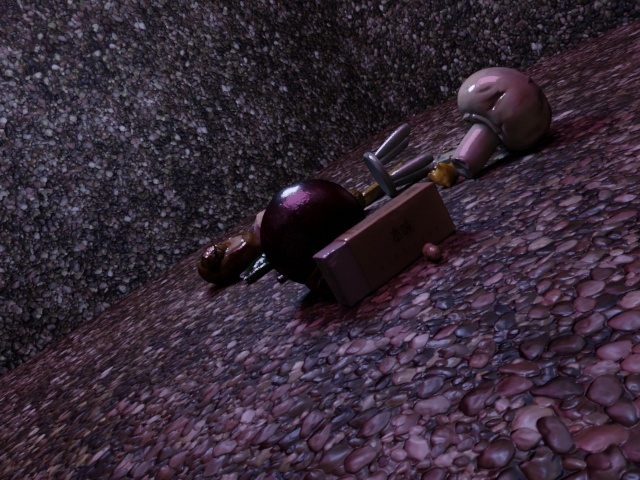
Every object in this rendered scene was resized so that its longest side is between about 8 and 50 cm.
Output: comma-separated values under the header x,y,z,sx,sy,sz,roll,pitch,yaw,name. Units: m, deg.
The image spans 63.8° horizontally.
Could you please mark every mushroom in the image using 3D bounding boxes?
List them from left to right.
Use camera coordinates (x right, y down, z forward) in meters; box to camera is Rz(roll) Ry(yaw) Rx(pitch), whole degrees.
x,y,z,sx,sy,sz,roll,pitch,yaw,name
-0.365,0.073,2.086,0.297,0.163,0.278,-21,6,32,mushroom
0.527,-0.360,1.607,0.336,0.314,0.314,-51,14,-1,mushroom

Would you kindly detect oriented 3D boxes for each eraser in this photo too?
x,y,z,sx,sy,sz,roll,pitch,yaw,name
0.156,0.003,1.212,0.343,0.144,0.078,-35,15,-19,eraser

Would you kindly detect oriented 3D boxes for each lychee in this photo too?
x,y,z,sx,sy,sz,roll,pitch,yaw,name
0.114,-0.137,1.945,0.114,0.114,0.146,-23,33,28,lychee

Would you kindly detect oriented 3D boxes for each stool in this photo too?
x,y,z,sx,sy,sz,roll,pitch,yaw,name
0.292,-0.294,1.929,0.199,0.195,0.195,-34,-12,2,stool

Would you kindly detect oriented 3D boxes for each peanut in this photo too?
x,y,z,sx,sy,sz,roll,pitch,yaw,name
0.249,0.025,1.159,0.037,0.037,0.083,-29,14,1,peanut

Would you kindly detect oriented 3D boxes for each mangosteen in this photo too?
x,y,z,sx,sy,sz,roll,pitch,yaw,name
-0.005,-0.015,1.340,0.293,0.297,0.297,17,44,44,mangosteen

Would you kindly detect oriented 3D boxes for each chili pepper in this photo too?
x,y,z,sx,sy,sz,roll,pitch,yaw,name
-0.213,0.085,1.913,0.224,0.060,0.098,-36,20,-34,chili pepper

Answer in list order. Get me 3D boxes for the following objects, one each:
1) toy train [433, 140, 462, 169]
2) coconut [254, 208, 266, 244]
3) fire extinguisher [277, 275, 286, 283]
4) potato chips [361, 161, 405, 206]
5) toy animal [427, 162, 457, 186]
x,y,z,sx,sy,sz,roll,pitch,yaw,name
0.498,-0.301,1.818,0.194,0.080,0.125,-19,26,31,toy train
-0.086,-0.043,1.792,0.245,0.233,0.233,-25,13,22,coconut
-0.105,0.109,1.663,0.083,0.022,0.028,-38,-16,-34,fire extinguisher
0.261,-0.235,2.118,0.407,0.057,0.080,-38,19,-35,potato chips
0.430,-0.225,1.713,0.159,0.083,0.070,-28,-21,-52,toy animal
